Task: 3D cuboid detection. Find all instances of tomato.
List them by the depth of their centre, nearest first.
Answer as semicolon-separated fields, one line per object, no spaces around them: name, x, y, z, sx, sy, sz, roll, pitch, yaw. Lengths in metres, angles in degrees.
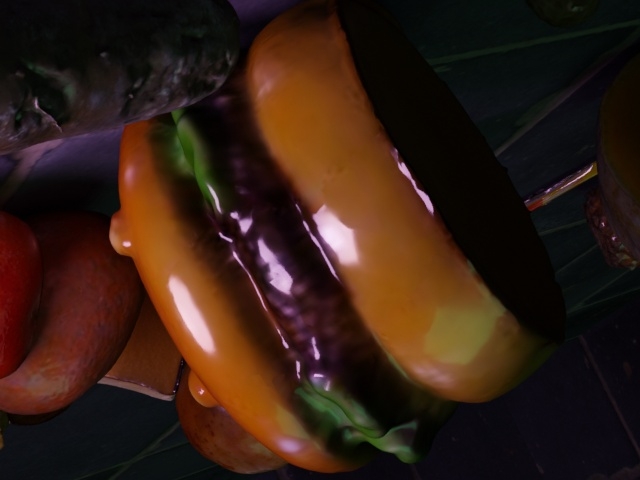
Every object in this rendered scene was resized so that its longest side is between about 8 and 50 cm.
tomato;-0.326;0.052;1.365;0.174;0.166;0.082;9;-160;-15

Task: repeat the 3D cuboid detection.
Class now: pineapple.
pineapple;0.592;-0.087;2.493;0.361;0.175;0.175;-25;166;3

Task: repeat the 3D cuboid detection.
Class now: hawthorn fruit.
hawthorn fruit;-0.251;0.052;1.535;0.251;0.199;0.199;-40;167;-3

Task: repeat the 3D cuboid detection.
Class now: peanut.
peanut;0.232;-0.248;1.441;0.089;0.089;0.193;-22;170;-14

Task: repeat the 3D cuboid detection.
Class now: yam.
yam;-0.185;-0.122;1.068;0.330;0.133;0.133;-14;163;-45

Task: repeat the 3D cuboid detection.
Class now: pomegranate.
pomegranate;-0.086;0.215;2.285;0.248;0.248;0.248;-24;166;-6

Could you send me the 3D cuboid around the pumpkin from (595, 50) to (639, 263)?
pumpkin;0.487;-0.102;1.917;0.332;0.332;0.199;-27;164;9

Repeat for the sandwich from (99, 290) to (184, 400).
sandwich;-0.222;0.073;1.827;0.162;0.193;0.058;15;162;-7

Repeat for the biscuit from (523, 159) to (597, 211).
biscuit;0.329;-0.061;2.423;0.292;0.026;0.048;-31;-176;25

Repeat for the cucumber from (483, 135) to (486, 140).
cucumber;0.098;-0.067;1.940;0.250;0.056;0.056;-31;165;23

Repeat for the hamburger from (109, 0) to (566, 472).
hamburger;0.011;0.009;1.364;0.277;0.395;0.396;-30;166;17

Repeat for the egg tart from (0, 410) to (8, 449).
egg tart;-0.509;0.216;1.763;0.341;0.132;0.341;-23;165;-6

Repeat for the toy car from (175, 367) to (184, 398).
toy car;-0.073;0.195;2.474;0.321;0.141;0.097;-22;139;-9

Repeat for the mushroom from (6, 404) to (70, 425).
mushroom;-0.368;0.182;2.028;0.127;0.087;0.127;-18;142;-15
